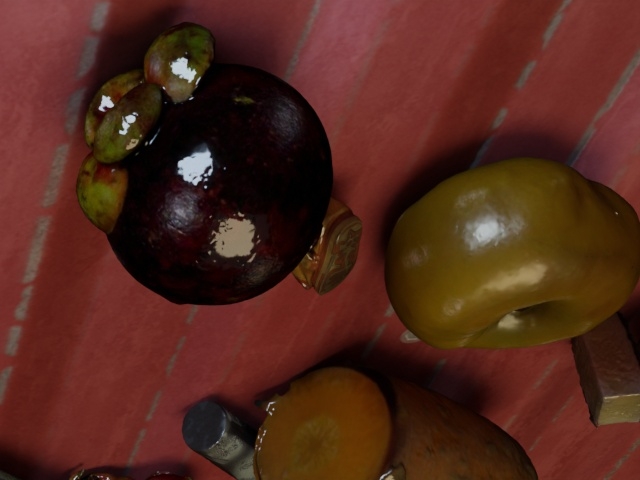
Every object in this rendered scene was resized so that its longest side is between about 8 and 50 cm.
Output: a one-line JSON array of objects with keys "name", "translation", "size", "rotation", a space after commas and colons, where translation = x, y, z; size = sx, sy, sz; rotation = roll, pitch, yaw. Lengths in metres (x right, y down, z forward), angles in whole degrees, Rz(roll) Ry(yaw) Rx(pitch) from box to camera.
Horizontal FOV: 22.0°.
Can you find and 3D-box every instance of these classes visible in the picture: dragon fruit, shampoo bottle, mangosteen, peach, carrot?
[{"name": "dragon fruit", "translation": [-0.197, 0.299, 1.857], "size": [0.094, 0.094, 0.190], "rotation": [-38, 132, 28]}, {"name": "shampoo bottle", "translation": [-0.084, 0.236, 1.842], "size": [0.063, 0.057, 0.208], "rotation": [-32, 148, 7]}, {"name": "mangosteen", "translation": [-0.089, -0.049, 1.278], "size": [0.209, 0.210, 0.210], "rotation": [-13, 148, -9]}, {"name": "peach", "translation": [0.181, 0.021, 1.574], "size": [0.251, 0.153, 0.251], "rotation": [-3, 157, -1]}, {"name": "carrot", "translation": [0.100, 0.270, 1.842], "size": [0.224, 0.224, 0.340], "rotation": [-32, 140, 20]}]

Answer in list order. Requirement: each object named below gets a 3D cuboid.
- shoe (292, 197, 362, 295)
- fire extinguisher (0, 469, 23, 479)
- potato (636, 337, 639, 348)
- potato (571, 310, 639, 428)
[{"name": "shoe", "translation": [0.003, -0.003, 1.515], "size": [0.072, 0.069, 0.109], "rotation": [-37, 161, -16]}, {"name": "fire extinguisher", "translation": [-0.336, 0.314, 1.794], "size": [0.376, 0.200, 0.113], "rotation": [39, 79, -47]}, {"name": "potato", "translation": [0.436, 0.151, 1.890], "size": [0.154, 0.137, 0.200], "rotation": [-30, 149, -13]}, {"name": "potato", "translation": [0.326, 0.145, 1.858], "size": [0.061, 0.122, 0.086], "rotation": [-9, 143, -8]}]
